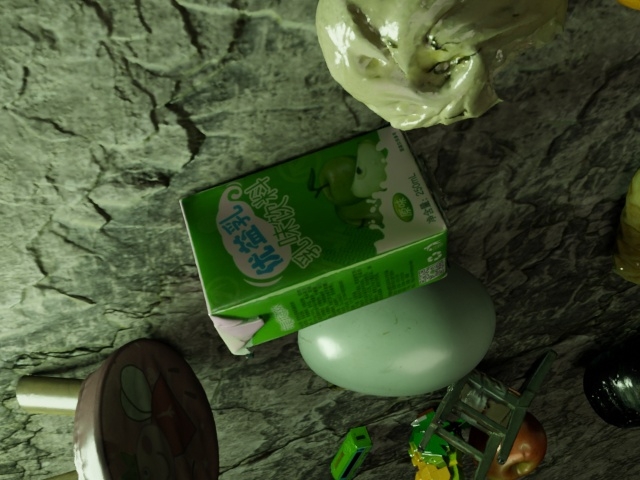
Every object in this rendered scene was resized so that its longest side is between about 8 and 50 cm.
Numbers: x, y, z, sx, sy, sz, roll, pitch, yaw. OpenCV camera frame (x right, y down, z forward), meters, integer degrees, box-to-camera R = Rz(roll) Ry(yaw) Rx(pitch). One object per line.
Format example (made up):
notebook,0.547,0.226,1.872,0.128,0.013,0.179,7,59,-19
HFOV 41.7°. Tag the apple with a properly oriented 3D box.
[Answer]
apple,0.388,0.422,1.756,0.163,0.139,0.164,-9,133,-9

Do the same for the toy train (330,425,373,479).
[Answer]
toy train,0.053,0.439,1.681,0.042,0.044,0.209,-6,144,-21

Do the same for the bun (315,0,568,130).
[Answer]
bun,0.115,-0.184,0.746,0.237,0.116,0.210,-12,147,-11

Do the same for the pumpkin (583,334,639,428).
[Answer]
pumpkin,0.630,0.271,1.633,0.232,0.163,0.233,-12,157,-5

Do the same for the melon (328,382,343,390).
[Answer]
melon,0.072,0.198,1.323,0.160,0.079,0.128,5,158,-34

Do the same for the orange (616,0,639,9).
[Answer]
orange,0.284,-0.268,0.696,0.158,0.159,0.136,-9,-174,-17

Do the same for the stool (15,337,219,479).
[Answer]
stool,-0.269,0.276,1.100,0.178,0.272,0.272,-15,150,20

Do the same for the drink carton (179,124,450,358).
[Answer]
drink carton,0.000,0.000,0.909,0.270,0.161,0.108,-19,147,-1

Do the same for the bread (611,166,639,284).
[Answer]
bread,0.479,-0.025,1.194,0.087,0.098,0.269,-57,155,-21

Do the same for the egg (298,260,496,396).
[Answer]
egg,0.101,0.115,1.111,0.264,0.183,0.183,-11,146,-4

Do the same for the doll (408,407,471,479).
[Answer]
doll,0.238,0.418,1.639,0.134,0.187,0.106,-1,156,26

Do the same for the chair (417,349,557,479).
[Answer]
chair,0.306,0.294,1.551,0.270,0.147,0.136,-53,169,-35
